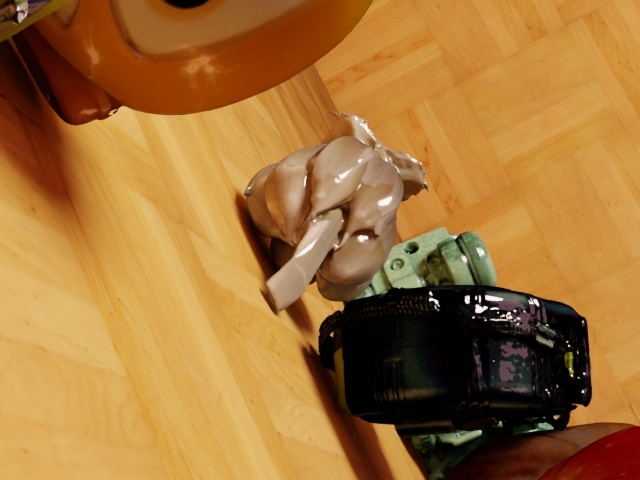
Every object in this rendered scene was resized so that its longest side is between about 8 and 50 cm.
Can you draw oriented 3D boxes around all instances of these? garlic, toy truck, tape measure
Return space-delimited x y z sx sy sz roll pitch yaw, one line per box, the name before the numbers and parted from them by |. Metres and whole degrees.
garlic | 0.000 0.000 1.122 0.131 0.127 0.194 42 39 -16
toy truck | 0.135 0.117 1.476 0.156 0.155 0.279 68 -1 -52
tape measure | 0.092 0.097 1.104 0.186 0.199 0.112 15 68 -49
toy truck | -0.083 -0.205 0.650 0.288 0.204 0.211 60 -12 4

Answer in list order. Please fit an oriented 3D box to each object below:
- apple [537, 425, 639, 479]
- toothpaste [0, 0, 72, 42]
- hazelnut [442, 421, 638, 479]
apple | 0.186 0.246 0.700 0.317 0.288 0.288 45 2 13
toothpaste | -0.196 -0.203 0.460 0.327 0.077 0.110 61 4 -10
hazelnut | 0.191 0.244 1.094 0.229 0.229 0.229 61 6 -11
